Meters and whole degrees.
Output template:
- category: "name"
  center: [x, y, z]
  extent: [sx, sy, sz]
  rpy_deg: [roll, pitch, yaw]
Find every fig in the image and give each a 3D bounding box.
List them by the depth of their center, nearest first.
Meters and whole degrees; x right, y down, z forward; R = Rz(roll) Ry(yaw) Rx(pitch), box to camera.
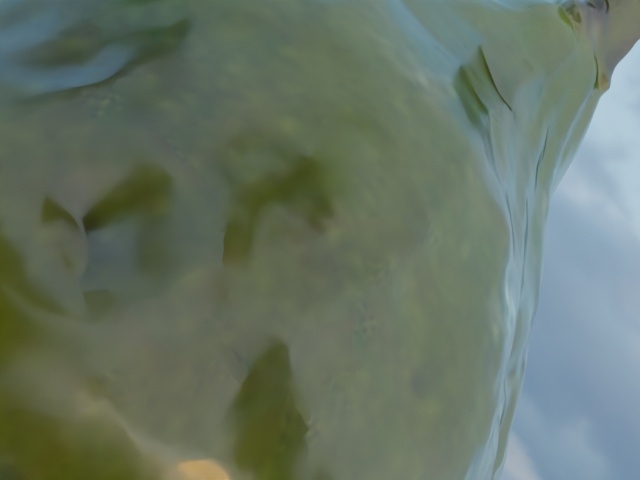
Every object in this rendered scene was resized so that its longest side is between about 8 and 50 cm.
- category: "fig"
  center: [-0.009, 0.029, 0.532]
  extent: [0.233, 0.314, 0.233]
  rpy_deg: [13, -75, 60]
